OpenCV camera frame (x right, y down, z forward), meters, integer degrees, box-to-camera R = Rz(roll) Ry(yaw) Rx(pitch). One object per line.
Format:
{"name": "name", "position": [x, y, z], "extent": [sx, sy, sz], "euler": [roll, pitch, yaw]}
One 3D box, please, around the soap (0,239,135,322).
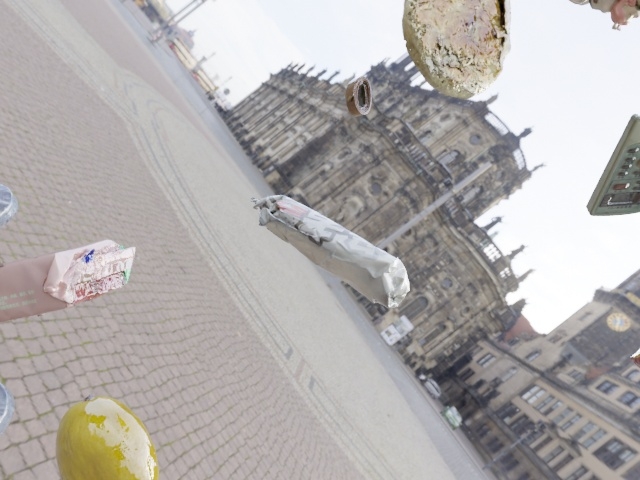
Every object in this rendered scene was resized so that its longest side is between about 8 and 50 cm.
{"name": "soap", "position": [-0.468, 0.073, 0.656], "extent": [0.218, 0.273, 0.098], "euler": [-37, 115, -84]}

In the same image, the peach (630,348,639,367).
{"name": "peach", "position": [0.511, 0.144, 0.546], "extent": [0.118, 0.151, 0.151], "euler": [50, -1, 22]}

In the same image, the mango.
{"name": "mango", "position": [-0.459, 0.499, 0.912], "extent": [0.142, 0.195, 0.332], "euler": [-62, 128, -79]}

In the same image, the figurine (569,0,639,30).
{"name": "figurine", "position": [0.512, -0.419, 0.708], "extent": [0.081, 0.098, 0.146], "euler": [11, -12, -34]}

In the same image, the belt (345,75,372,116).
{"name": "belt", "position": [0.084, -0.324, 0.927], "extent": [0.036, 0.059, 0.084], "euler": [6, -83, 55]}

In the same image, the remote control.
{"name": "remote control", "position": [0.665, -0.154, 0.859], "extent": [0.285, 0.123, 0.038], "euler": [75, 13, -53]}

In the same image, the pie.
{"name": "pie", "position": [0.271, -0.414, 0.794], "extent": [0.274, 0.274, 0.055], "euler": [52, -15, -17]}

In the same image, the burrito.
{"name": "burrito", "position": [0.000, 0.000, 0.930], "extent": [0.445, 0.101, 0.139], "euler": [32, -19, 18]}

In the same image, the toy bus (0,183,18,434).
{"name": "toy bus", "position": [-0.306, 0.023, 0.277], "extent": [0.126, 0.133, 0.292], "euler": [102, -32, -53]}
